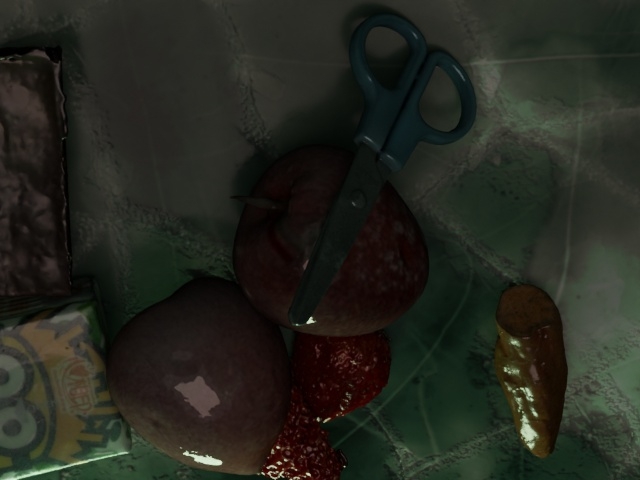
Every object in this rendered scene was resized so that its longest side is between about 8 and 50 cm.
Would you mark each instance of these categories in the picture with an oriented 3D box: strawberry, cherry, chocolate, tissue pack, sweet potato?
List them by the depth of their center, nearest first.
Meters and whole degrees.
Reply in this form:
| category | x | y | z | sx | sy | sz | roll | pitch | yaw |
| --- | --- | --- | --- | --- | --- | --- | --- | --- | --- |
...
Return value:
| category | x | y | z | sx | sy | sz | roll | pitch | yaw |
| --- | --- | --- | --- | --- | --- | --- | --- | --- | --- |
| cherry | 0.000 | 0.000 | 1.768 | 0.285 | 0.213 | 0.236 | 24 | 79 | -29 |
| chocolate | -0.358 | -0.094 | 1.771 | 0.112 | 0.112 | 0.321 | -1 | 112 | -2 |
| cherry | -0.137 | 0.170 | 1.791 | 0.239 | 0.239 | 0.206 | 15 | 129 | -9 |
| tissue pack | -0.417 | 0.191 | 1.847 | 0.311 | 0.128 | 0.228 | -13 | 110 | -6 |
| strawberry | -0.051 | 0.266 | 1.910 | 0.188 | 0.082 | 0.121 | 44 | 124 | 4 |
| strawberry | 0.020 | 0.177 | 1.921 | 0.146 | 0.082 | 0.187 | 21 | 112 | -4 |
| sweet potato | 0.285 | 0.183 | 1.927 | 0.097 | 0.097 | 0.252 | -8 | 109 | -1 |

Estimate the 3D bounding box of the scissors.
| category | x | y | z | sx | sy | sz | roll | pitch | yaw |
| --- | --- | --- | --- | --- | --- | --- | --- | --- | --- |
| scissors | 0.055 | -0.078 | 1.681 | 0.192 | 0.447 | 0.029 | 38 | 146 | -18 |
